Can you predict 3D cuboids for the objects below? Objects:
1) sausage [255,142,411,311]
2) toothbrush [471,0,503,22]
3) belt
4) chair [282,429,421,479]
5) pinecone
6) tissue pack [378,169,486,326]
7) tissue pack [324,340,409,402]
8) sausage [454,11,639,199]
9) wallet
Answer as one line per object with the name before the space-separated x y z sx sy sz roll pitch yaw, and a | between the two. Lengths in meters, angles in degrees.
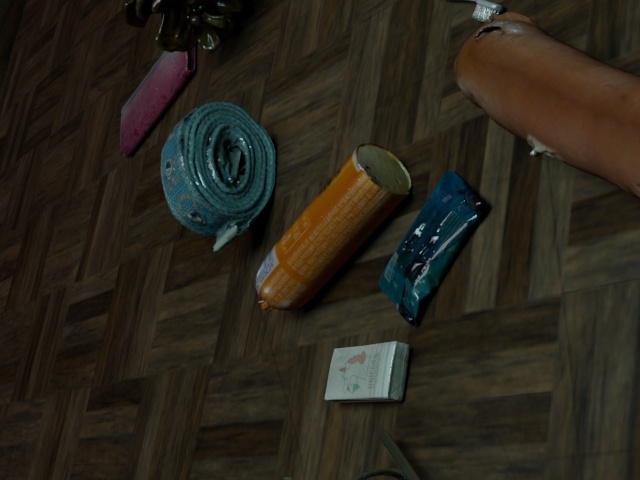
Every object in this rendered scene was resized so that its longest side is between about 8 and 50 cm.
sausage | 0.000 0.000 1.164 0.234 0.071 0.071 -48 35 33
toothbrush | 0.124 -0.266 1.174 0.257 0.018 0.024 48 120 58
belt | -0.130 -0.087 1.373 0.082 0.148 0.163 -40 12 47
chair | 0.056 0.240 0.890 0.221 0.095 0.104 28 109 60
pinecone | -0.206 -0.412 1.628 0.244 0.244 0.309 -32 58 48
tissue pack | 0.100 0.004 1.036 0.138 0.028 0.085 -58 30 14
tissue pack | 0.044 0.127 1.055 0.108 0.023 0.056 -13 62 57
sausage | 0.215 -0.095 0.836 0.419 0.094 0.094 -134 24 -59
wallet | -0.272 -0.248 1.833 0.232 0.025 0.119 -44 37 38
